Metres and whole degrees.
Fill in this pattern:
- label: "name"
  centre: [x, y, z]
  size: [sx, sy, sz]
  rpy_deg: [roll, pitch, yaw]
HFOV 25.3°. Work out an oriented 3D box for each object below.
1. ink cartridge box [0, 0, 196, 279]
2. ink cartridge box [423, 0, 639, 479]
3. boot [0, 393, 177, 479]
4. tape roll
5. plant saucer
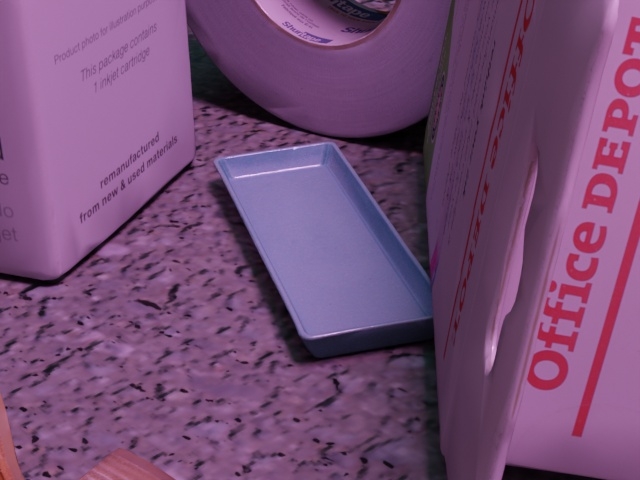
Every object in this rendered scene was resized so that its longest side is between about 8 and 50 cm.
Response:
- label: "ink cartridge box"
  centre: [-0.226, -0.199, 0.675]
  size: [0.279, 0.384, 0.160]
  rpy_deg: [9, 29, 20]
- label: "ink cartridge box"
  centre: [0.116, -0.048, 0.541]
  size: [0.119, 0.207, 0.353]
  rpy_deg: [9, 27, -2]
- label: "boot"
  centre: [-0.146, 0.101, 0.434]
  size: [0.197, 0.073, 0.152]
  rpy_deg: [15, 36, 34]
- label: "tape roll"
  centre: [0.016, -0.170, 0.784]
  size: [0.219, 0.219, 0.072]
  rpy_deg: [15, 32, 30]
- label: "plant saucer"
  centre: [0.000, 0.000, 0.675]
  size: [0.067, 0.018, 0.192]
  rpy_deg: [-9, 29, -13]
